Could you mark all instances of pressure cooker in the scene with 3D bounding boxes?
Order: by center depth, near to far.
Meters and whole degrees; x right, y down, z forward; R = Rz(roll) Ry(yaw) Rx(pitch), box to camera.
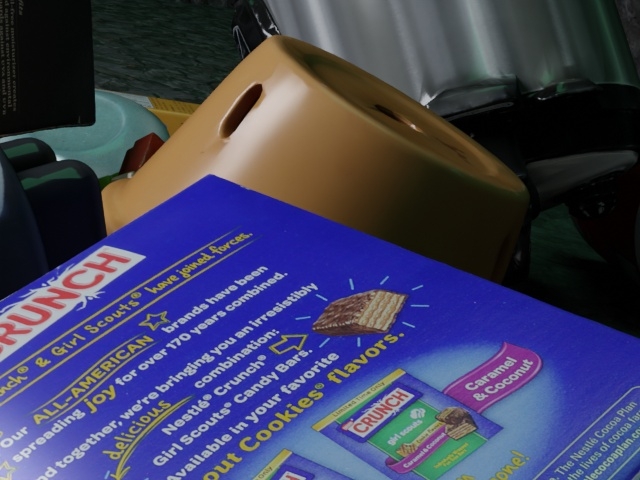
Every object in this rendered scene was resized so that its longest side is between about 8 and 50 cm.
[{"bbox_3d":[0.131,-0.157,1.462,0.370,0.420,0.375,-8,-11,-42],"label":"pressure cooker"}]

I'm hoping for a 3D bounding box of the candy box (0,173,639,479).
[{"bbox_3d":[-0.027,0.113,0.634,0.317,0.122,0.268,24,45,38],"label":"candy box"}]

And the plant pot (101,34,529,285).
[{"bbox_3d":[0.000,0.000,0.961,0.291,0.203,0.291,29,13,-8],"label":"plant pot"}]

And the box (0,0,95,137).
[{"bbox_3d":[-0.366,-0.162,1.114,0.296,0.182,0.294,1,8,14],"label":"box"}]

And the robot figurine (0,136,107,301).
[{"bbox_3d":[-0.254,0.030,0.797,0.278,0.173,0.209,-19,-13,-30],"label":"robot figurine"}]

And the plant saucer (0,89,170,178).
[{"bbox_3d":[-0.255,-0.111,1.537,0.195,0.037,0.195,2,41,-2],"label":"plant saucer"}]

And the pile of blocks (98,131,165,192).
[{"bbox_3d":[-0.114,-0.036,1.258,0.149,0.112,0.362,-23,-7,17],"label":"pile of blocks"}]

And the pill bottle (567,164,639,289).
[{"bbox_3d":[0.418,-0.030,1.544,0.229,0.229,0.407,10,12,-9],"label":"pill bottle"}]

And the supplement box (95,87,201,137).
[{"bbox_3d":[-0.194,-0.128,1.764,0.233,0.078,0.080,7,17,-15],"label":"supplement box"}]
